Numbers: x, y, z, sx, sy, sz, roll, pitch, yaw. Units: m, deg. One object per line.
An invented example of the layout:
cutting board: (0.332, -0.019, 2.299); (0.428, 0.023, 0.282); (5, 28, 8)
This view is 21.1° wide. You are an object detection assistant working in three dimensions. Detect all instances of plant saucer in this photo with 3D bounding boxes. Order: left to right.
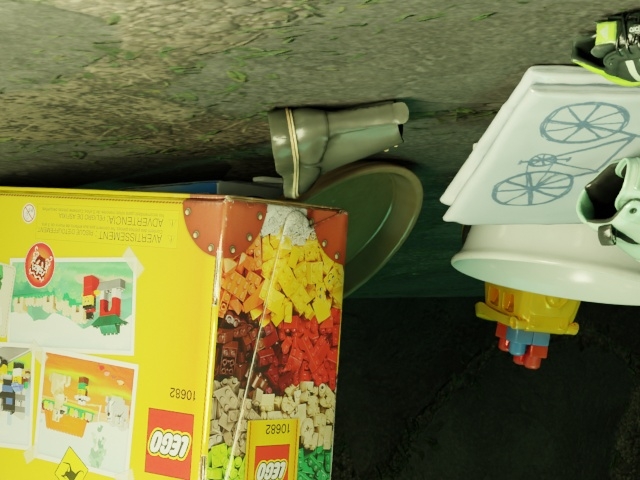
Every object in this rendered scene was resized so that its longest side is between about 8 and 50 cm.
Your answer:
plant saucer: (0.000, 0.000, 2.054); (0.278, 0.041, 0.278); (-28, 152, -16)

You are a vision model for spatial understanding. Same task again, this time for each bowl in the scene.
bowl: (0.323, -0.008, 2.194); (0.297, 0.134, 0.298); (10, 171, 1)

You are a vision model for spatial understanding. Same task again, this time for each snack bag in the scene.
snack bag: (0.321, -0.089, 1.710); (0.342, 0.037, 0.323); (0, 158, -11)

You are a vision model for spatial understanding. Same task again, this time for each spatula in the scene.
spatula: (-0.032, -0.068, 2.138); (0.242, 0.019, 0.168); (4, 175, -44)

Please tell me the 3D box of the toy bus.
toy bus: (0.298, 0.077, 2.558); (0.149, 0.211, 0.220); (5, -171, -25)

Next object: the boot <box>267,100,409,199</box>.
boot: (0.024, -0.092, 1.734); (0.137, 0.077, 0.198); (-9, 174, 2)

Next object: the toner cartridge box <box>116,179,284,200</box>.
toner cartridge box: (-0.079, -0.021, 2.150); (0.165, 0.075, 0.348); (-4, 174, 36)

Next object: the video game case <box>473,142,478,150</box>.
video game case: (0.323, -0.098, 2.012); (0.285, 0.025, 0.204); (-4, 173, 6)

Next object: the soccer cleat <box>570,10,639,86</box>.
soccer cleat: (0.259, -0.158, 1.354); (0.072, 0.060, 0.179); (12, 169, -17)

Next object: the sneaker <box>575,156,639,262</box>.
sneaker: (0.371, -0.045, 1.655); (0.256, 0.094, 0.151); (-24, 148, 38)

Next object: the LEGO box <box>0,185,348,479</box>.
LEGO box: (-0.228, 0.133, 1.898); (0.500, 0.373, 0.193); (4, 180, 40)
